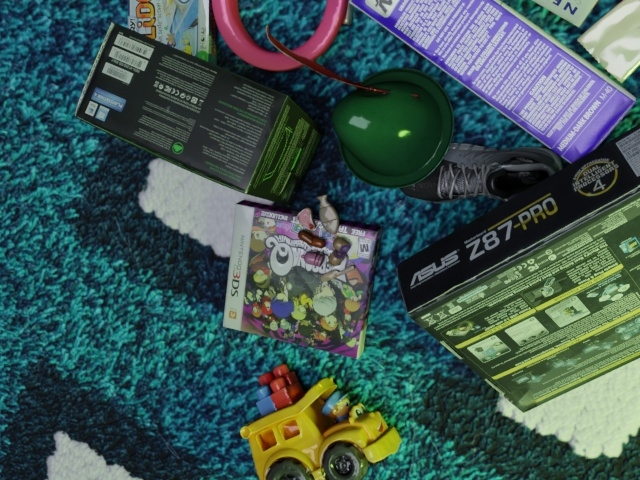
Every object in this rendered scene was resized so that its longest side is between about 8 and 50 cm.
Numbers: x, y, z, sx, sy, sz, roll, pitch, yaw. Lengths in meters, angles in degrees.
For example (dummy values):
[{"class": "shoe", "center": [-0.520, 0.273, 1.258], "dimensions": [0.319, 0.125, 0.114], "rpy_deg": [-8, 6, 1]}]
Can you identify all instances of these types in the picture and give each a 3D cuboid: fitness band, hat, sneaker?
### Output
[{"class": "fitness band", "center": [-0.056, -0.388, 1.034], "dimensions": [0.209, 0.054, 0.290], "rpy_deg": [6, 104, 16]}, {"class": "hat", "center": [0.047, -0.167, 0.966], "dimensions": [0.209, 0.184, 0.172], "rpy_deg": [13, 93, 32]}, {"class": "sneaker", "center": [0.208, -0.088, 0.987], "dimensions": [0.229, 0.132, 0.086], "rpy_deg": [-4, 102, 17]}]

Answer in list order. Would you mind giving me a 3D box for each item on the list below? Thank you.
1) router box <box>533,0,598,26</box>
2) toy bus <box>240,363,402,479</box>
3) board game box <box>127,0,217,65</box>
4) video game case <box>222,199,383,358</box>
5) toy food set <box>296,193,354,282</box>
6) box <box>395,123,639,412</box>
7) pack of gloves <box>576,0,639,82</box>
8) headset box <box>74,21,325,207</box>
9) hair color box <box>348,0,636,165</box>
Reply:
[{"class": "router box", "center": [0.223, -0.433, 0.815], "dimensions": [0.335, 0.301, 0.082], "rpy_deg": [33, 73, 7]}, {"class": "toy bus", "center": [-0.012, 0.289, 1.156], "dimensions": [0.220, 0.149, 0.211], "rpy_deg": [-28, 79, 19]}, {"class": "board game box", "center": [-0.222, -0.367, 1.098], "dimensions": [0.136, 0.035, 0.201], "rpy_deg": [7, 105, 15]}, {"class": "video game case", "center": [-0.032, 0.059, 1.144], "dimensions": [0.232, 0.042, 0.210], "rpy_deg": [12, 106, 13]}, {"class": "toy food set", "center": [0.000, 0.000, 1.087], "dimensions": [0.078, 0.019, 0.122], "rpy_deg": [-24, 93, 19]}, {"class": "box", "center": [0.344, 0.045, 0.911], "dimensions": [0.395, 0.097, 0.318], "rpy_deg": [-33, 129, 22]}, {"class": "pack of gloves", "center": [0.482, -0.268, 0.919], "dimensions": [0.232, 0.046, 0.195], "rpy_deg": [-45, 77, 18]}, {"class": "headset box", "center": [-0.146, -0.158, 1.005], "dimensions": [0.246, 0.283, 0.131], "rpy_deg": [25, 94, 9]}, {"class": "hair color box", "center": [0.216, -0.241, 0.918], "dimensions": [0.339, 0.185, 0.110], "rpy_deg": [39, 112, 5]}]
